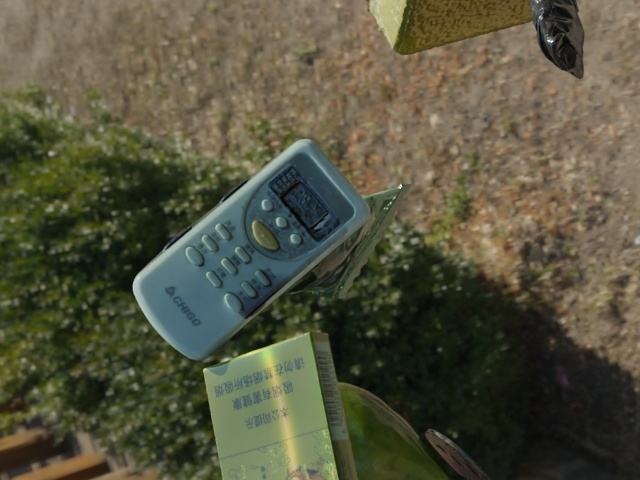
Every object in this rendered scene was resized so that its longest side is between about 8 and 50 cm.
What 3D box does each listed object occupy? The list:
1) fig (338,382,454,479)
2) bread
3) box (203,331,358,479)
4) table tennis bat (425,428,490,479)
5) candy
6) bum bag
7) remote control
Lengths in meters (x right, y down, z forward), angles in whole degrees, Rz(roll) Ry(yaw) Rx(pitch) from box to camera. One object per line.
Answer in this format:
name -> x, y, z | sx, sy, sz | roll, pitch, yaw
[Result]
fig -> 0.068, 0.395, 1.931 | 0.314, 0.233, 0.233 | 45, 139, 3
bread -> 0.248, -0.427, 1.607 | 0.323, 0.333, 0.143 | 102, 150, -66
box -> -0.036, 0.276, 1.276 | 0.173, 0.043, 0.311 | -22, 71, 33
table tennis bat -> 0.274, 0.420, 1.980 | 0.234, 0.022, 0.131 | 46, 164, -11
candy -> 0.005, 0.004, 1.874 | 0.263, 0.398, 0.172 | -50, 63, 21
bum bag -> 0.185, -0.176, 0.876 | 0.034, 0.058, 0.124 | -22, 42, 27
remote control -> -0.088, 0.011, 1.358 | 0.140, 0.296, 0.056 | 50, 175, 4
